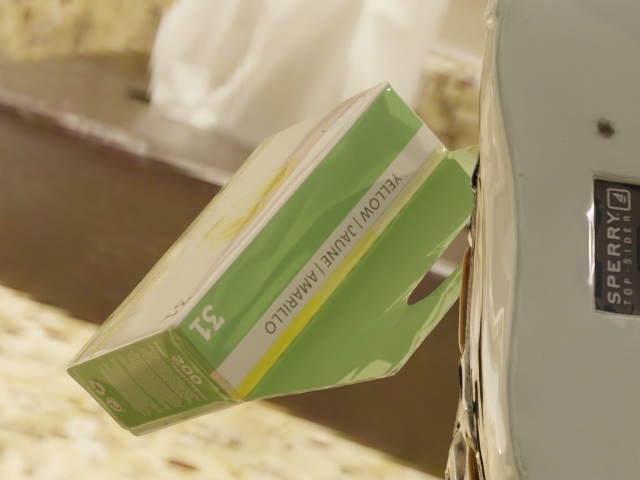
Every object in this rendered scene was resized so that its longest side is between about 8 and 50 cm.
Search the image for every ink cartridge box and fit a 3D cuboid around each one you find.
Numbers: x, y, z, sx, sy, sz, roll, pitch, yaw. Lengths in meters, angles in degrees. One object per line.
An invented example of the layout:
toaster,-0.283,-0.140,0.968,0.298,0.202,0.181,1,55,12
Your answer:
ink cartridge box,0.000,0.000,0.881,0.056,0.171,0.235,47,-29,-12

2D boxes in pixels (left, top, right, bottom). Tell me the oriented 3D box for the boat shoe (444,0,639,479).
boat shoe,0.058,0.005,0.455,0.065,0.083,0.183,12,58,-3
